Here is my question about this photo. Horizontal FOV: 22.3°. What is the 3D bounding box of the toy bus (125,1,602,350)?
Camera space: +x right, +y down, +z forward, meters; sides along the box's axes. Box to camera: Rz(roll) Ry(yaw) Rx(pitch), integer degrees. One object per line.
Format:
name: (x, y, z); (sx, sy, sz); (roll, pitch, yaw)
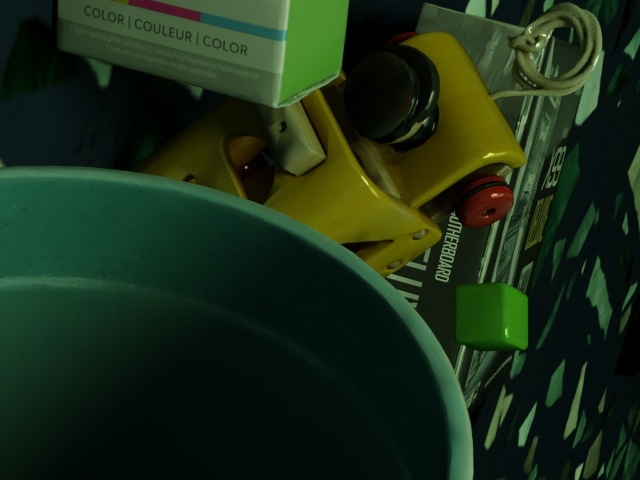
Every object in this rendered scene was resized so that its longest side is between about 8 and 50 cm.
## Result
toy bus: (0.003, -0.034, 0.728); (0.104, 0.191, 0.202); (24, 80, -59)

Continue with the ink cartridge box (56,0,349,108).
ink cartridge box: (-0.041, -0.168, 0.639); (0.062, 0.109, 0.209); (-34, 136, -57)

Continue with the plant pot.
plant pot: (-0.095, 0.155, 0.542); (0.271, 0.271, 0.255); (-46, 147, -47)

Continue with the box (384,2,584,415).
box: (0.095, -0.016, 1.027); (0.307, 0.076, 0.243); (-15, 120, -76)
